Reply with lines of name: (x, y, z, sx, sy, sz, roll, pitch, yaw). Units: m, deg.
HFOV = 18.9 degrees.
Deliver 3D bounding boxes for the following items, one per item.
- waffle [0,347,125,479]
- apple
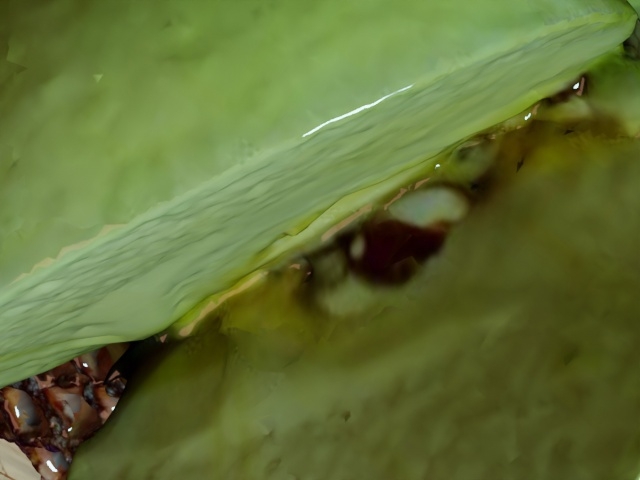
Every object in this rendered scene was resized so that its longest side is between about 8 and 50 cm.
waffle: (-0.095, 0.053, 0.866, 0.234, 0.055, 0.221, 38, 139, 15)
apple: (0.000, 0.000, 0.572, 0.254, 0.292, 0.292, -32, 102, 24)
